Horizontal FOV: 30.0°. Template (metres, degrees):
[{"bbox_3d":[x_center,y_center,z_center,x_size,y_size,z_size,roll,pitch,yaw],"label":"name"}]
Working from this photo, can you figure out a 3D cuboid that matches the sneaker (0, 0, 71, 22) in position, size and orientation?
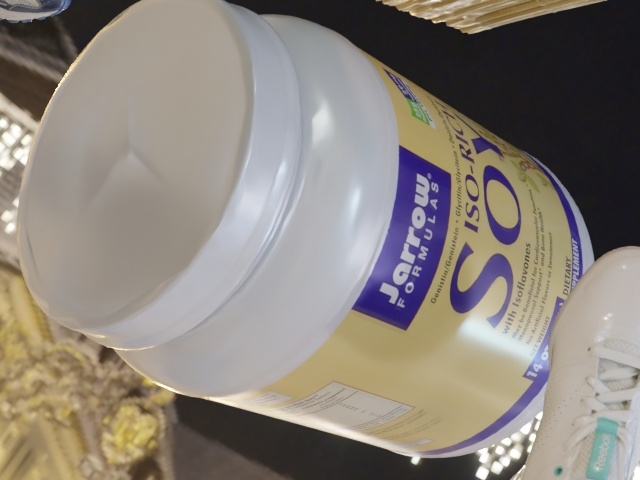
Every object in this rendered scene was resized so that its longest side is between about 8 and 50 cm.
[{"bbox_3d":[-0.260,-0.214,0.932,0.135,0.052,0.058,18,-50,3],"label":"sneaker"}]

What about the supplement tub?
[{"bbox_3d":[0.000,0.000,0.776,0.241,0.241,0.331,3,-15,44],"label":"supplement tub"}]

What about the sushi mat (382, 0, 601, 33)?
[{"bbox_3d":[0.118,-0.167,0.668,0.151,0.019,0.316,14,-6,-30],"label":"sushi mat"}]

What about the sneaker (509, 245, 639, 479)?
[{"bbox_3d":[0.155,0.107,0.667,0.080,0.212,0.094,20,2,5],"label":"sneaker"}]
